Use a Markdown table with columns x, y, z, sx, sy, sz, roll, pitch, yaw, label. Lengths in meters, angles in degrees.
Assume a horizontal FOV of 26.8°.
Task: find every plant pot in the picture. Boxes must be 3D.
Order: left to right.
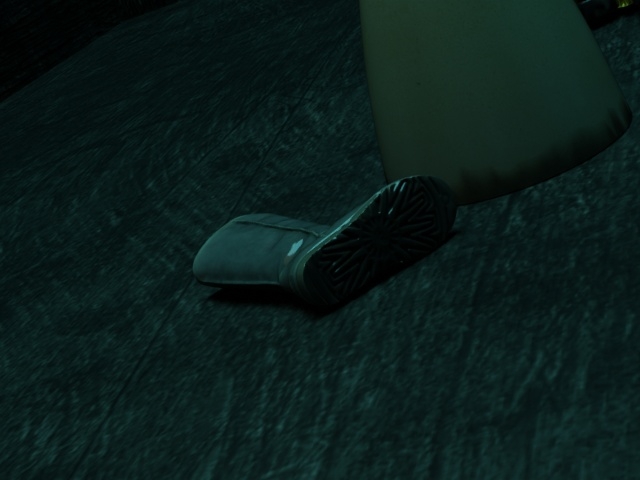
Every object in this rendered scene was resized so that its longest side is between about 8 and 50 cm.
| x | y | z | sx | sy | sz | roll | pitch | yaw | label |
| --- | --- | --- | --- | --- | --- | --- | --- | --- | --- |
| 0.142 | -0.210 | 1.324 | 0.256 | 0.274 | 0.256 | -20 | 16 | 6 | plant pot |

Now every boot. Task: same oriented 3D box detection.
| x | y | z | sx | sy | sz | roll | pitch | yaw | label |
| --- | --- | --- | --- | --- | --- | --- | --- | --- | --- |
| 0.000 | -0.003 | 1.236 | 0.189 | 0.076 | 0.208 | -27 | 11 | -24 | boot |

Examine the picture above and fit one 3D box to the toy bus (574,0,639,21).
| x | y | z | sx | sy | sz | roll | pitch | yaw | label |
| --- | --- | --- | --- | --- | --- | --- | --- | --- | --- |
| 0.409 | -0.380 | 1.773 | 0.220 | 0.149 | 0.211 | -15 | 5 | 31 | toy bus |
